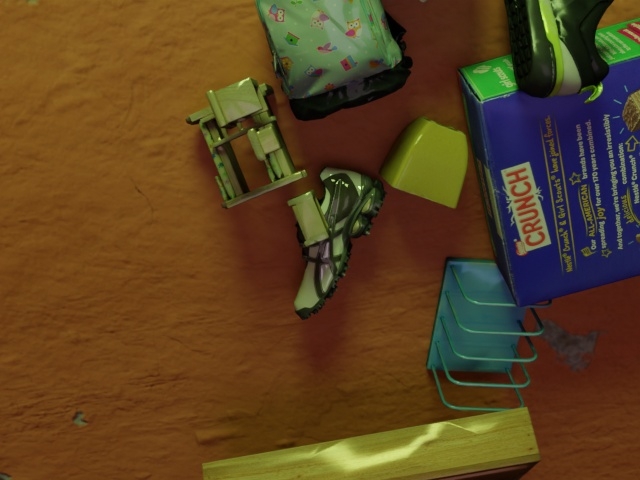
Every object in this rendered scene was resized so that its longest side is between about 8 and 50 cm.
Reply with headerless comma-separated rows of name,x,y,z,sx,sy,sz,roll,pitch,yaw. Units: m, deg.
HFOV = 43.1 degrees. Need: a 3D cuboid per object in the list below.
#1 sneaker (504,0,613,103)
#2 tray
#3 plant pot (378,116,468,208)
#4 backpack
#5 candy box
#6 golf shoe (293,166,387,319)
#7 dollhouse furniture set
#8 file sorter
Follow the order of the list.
sneaker,0.241,-0.248,0.816,0.097,0.084,0.235,-1,82,-4
tray,0.068,0.312,1.081,0.410,0.076,0.203,-11,157,1
plant pot,0.125,-0.095,0.935,0.081,0.081,0.083,17,103,-13
backpack,0.006,-0.226,0.836,0.151,0.115,0.182,-19,115,8
candy box,0.339,-0.098,0.923,0.317,0.122,0.268,-15,118,3
golf shoe,0.000,0.000,0.983,0.093,0.077,0.198,26,106,-5
dollhouse furniture set,-0.074,-0.064,0.856,0.101,0.161,0.182,-22,94,7
file sorter,0.214,0.123,1.038,0.118,0.104,0.170,4,118,-5
